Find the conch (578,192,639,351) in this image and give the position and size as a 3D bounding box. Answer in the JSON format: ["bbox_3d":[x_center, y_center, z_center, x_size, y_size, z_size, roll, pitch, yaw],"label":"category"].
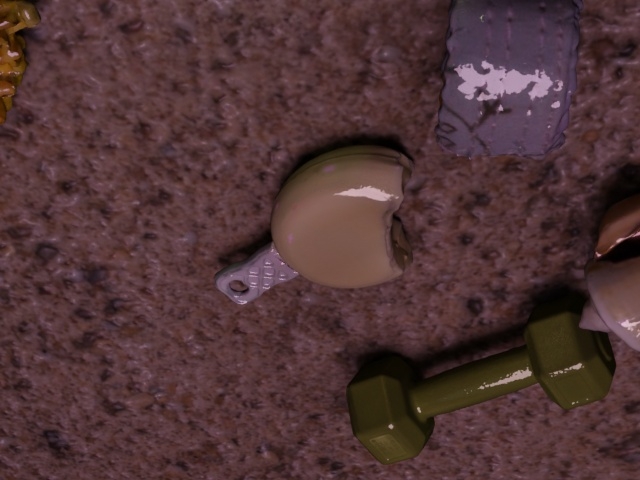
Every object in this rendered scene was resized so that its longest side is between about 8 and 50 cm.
[{"bbox_3d":[0.362,0.008,1.258,0.255,0.127,0.158,-33,94,5],"label":"conch"}]

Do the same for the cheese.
[{"bbox_3d":[-0.014,-0.012,1.286,0.249,0.071,0.163,-12,131,17],"label":"cheese"}]

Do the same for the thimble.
[{"bbox_3d":[0.164,-0.149,1.098,0.118,0.127,0.151,5,139,2],"label":"thimble"}]

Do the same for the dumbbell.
[{"bbox_3d":[0.176,0.157,1.401,0.302,0.108,0.121,-21,128,23],"label":"dumbbell"}]

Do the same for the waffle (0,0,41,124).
[{"bbox_3d":[-0.384,-0.199,1.160,0.238,0.059,0.243,23,134,-20],"label":"waffle"}]
